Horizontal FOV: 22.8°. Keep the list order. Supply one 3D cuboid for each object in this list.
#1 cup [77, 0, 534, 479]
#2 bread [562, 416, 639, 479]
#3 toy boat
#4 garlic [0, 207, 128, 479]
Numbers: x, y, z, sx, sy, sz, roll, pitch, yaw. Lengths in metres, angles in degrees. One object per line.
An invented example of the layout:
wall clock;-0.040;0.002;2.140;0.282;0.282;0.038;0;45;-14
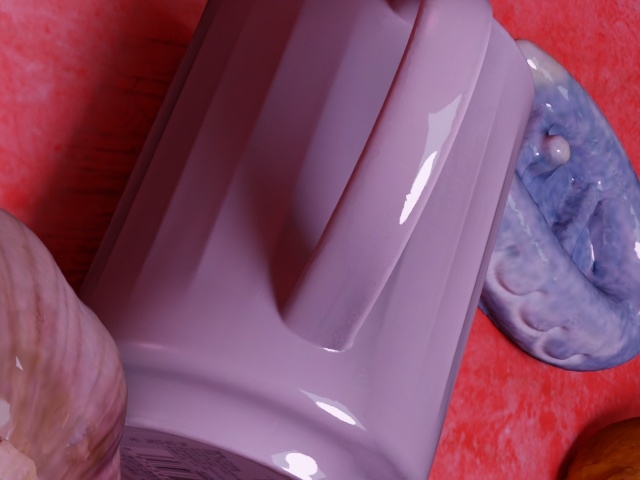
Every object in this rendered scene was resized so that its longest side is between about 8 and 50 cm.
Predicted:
cup;0.000;0.000;0.964;0.237;0.323;0.326;26;62;-11
bread;0.363;0.258;1.455;0.204;0.288;0.156;-58;138;-40
toy boat;0.228;-0.016;1.414;0.215;0.123;0.330;-57;130;-37
garlic;-0.224;0.111;0.761;0.322;0.241;0.321;-8;90;-76
